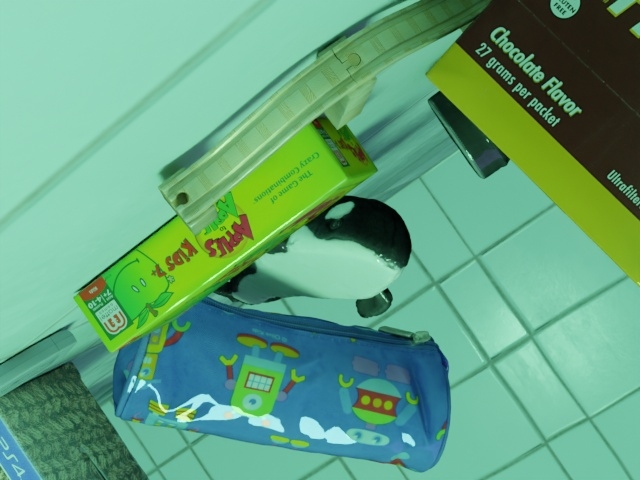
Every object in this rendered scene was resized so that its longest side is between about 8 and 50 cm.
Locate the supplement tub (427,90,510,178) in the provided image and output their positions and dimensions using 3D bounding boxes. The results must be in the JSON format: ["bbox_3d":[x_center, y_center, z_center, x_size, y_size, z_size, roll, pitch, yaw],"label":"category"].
[{"bbox_3d":[0.173,-0.125,0.604,0.198,0.106,0.106,-36,178,10],"label":"supplement tub"}]

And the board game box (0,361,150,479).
[{"bbox_3d":[-0.310,0.302,0.846,0.291,0.232,0.141,-36,177,15],"label":"board game box"}]

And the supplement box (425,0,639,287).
[{"bbox_3d":[0.179,-0.107,0.408,0.194,0.129,0.191,-47,173,23],"label":"supplement box"}]

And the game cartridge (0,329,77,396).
[{"bbox_3d":[-0.215,0.093,0.629,0.083,0.017,0.056,-33,-179,-38],"label":"game cartridge"}]

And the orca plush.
[{"bbox_3d":[0.000,0.000,0.803,0.102,0.151,0.287,-68,-173,-21],"label":"orca plush"}]

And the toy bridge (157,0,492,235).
[{"bbox_3d":[0.010,-0.070,0.396,0.188,0.026,0.063,-36,177,-7],"label":"toy bridge"}]

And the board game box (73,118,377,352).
[{"bbox_3d":[-0.056,-0.005,0.548,0.181,0.043,0.092,-36,177,16],"label":"board game box"}]

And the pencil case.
[{"bbox_3d":[-0.026,0.121,0.787,0.119,0.306,0.133,-128,-129,-72],"label":"pencil case"}]
